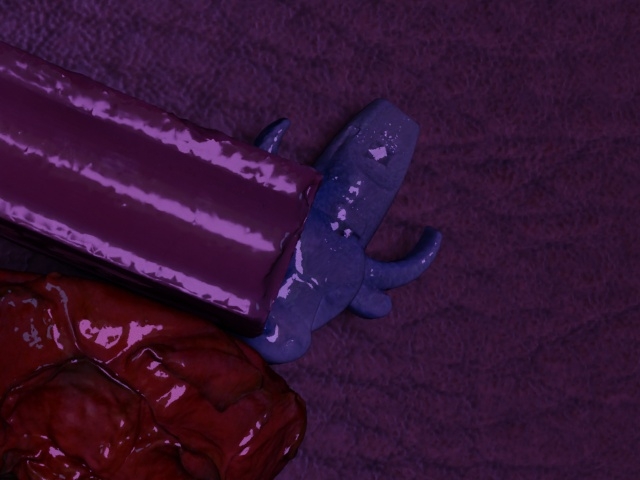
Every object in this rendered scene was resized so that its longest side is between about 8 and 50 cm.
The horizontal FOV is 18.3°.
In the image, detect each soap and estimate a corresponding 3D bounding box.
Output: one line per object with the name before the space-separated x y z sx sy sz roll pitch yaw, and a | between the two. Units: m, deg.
soap | -0.186 -0.053 1.455 0.359 0.233 0.128 22 83 -1

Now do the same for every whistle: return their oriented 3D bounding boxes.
whistle | 0.000 0.000 1.633 0.180 0.093 0.269 35 77 -16

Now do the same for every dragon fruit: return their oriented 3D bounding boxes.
dragon fruit | -0.123 0.162 1.474 0.317 0.152 0.205 29 67 -37
